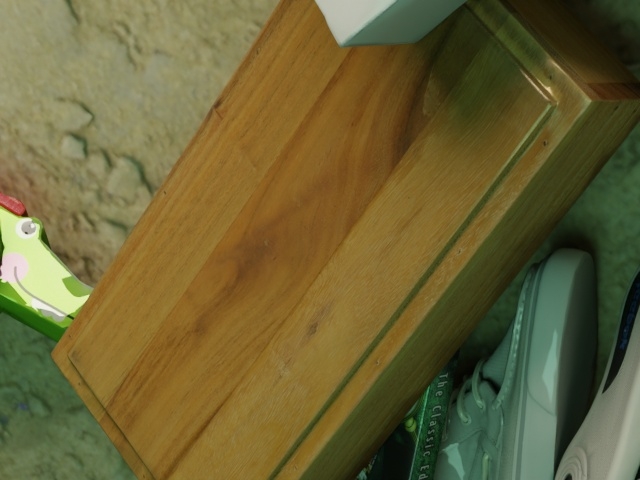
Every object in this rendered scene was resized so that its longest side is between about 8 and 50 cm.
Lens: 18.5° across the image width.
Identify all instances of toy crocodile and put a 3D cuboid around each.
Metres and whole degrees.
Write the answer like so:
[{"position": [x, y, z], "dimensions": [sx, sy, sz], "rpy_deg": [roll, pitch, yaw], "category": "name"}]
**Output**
[{"position": [-0.292, -0.028, 1.365], "dimensions": [0.340, 0.105, 0.115], "rpy_deg": [27, 164, 11], "category": "toy crocodile"}]

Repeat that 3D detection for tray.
[{"position": [0.000, 0.000, 1.188], "dimensions": [0.203, 0.076, 0.411], "rpy_deg": [50, 122, 25], "category": "tray"}]

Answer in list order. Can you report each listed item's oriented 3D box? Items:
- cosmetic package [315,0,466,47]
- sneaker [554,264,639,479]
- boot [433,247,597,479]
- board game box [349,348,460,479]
[{"position": [0.088, -0.319, 0.982], "dimensions": [0.377, 0.097, 0.284], "rpy_deg": [-37, 76, 29], "category": "cosmetic package"}, {"position": [0.219, 0.123, 1.161], "dimensions": [0.121, 0.079, 0.217], "rpy_deg": [17, 100, -14], "category": "sneaker"}, {"position": [0.100, 0.115, 1.243], "dimensions": [0.123, 0.095, 0.258], "rpy_deg": [13, 116, 20], "category": "boot"}, {"position": [0.024, 0.074, 1.240], "dimensions": [0.136, 0.030, 0.259], "rpy_deg": [23, 109, 38], "category": "board game box"}]
